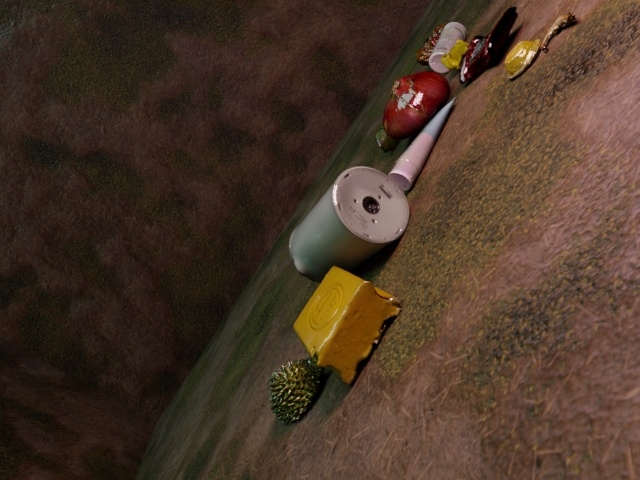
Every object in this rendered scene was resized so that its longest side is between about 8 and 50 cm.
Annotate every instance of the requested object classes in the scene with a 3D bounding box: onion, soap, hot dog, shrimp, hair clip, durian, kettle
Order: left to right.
[{"bbox_3d":[-0.076,0.339,1.258,0.137,0.095,0.221,-63,5,-32],"label":"durian"},{"bbox_3d":[0.043,0.170,1.191,0.204,0.096,0.324,-57,10,-4],"label":"soap"},{"bbox_3d":[0.069,-0.052,1.438,0.318,0.205,0.265,133,153,-56],"label":"kettle"},{"bbox_3d":[0.292,-0.429,1.734,0.248,0.161,0.248,-41,-5,-4],"label":"onion"},{"bbox_3d":[0.442,-0.738,2.103,0.160,0.099,0.227,-57,13,7],"label":"hot dog"},{"bbox_3d":[0.432,-0.596,1.778,0.173,0.072,0.046,-61,-1,-44],"label":"hair clip"},{"bbox_3d":[0.487,-0.429,1.133,0.083,0.023,0.114,-59,4,7],"label":"shrimp"}]

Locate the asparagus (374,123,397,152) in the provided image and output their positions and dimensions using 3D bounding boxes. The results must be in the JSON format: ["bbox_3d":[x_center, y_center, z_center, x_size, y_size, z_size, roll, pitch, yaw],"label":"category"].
[{"bbox_3d":[0.294,-0.457,1.988,0.343,0.082,0.085,-58,6,-14],"label":"asparagus"}]

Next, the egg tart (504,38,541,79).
[{"bbox_3d":[0.445,-0.408,1.226,0.105,0.039,0.105,-56,11,16],"label":"egg tart"}]

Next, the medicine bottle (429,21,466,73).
[{"bbox_3d":[0.442,-0.669,1.911,0.183,0.086,0.086,-63,11,-30],"label":"medicine bottle"}]

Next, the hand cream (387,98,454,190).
[{"bbox_3d":[0.282,-0.273,1.518,0.312,0.070,0.111,-58,5,-28],"label":"hand cream"}]

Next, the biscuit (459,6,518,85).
[{"bbox_3d":[0.448,-0.519,1.478,0.151,0.063,0.235,-58,7,-8],"label":"biscuit"}]
